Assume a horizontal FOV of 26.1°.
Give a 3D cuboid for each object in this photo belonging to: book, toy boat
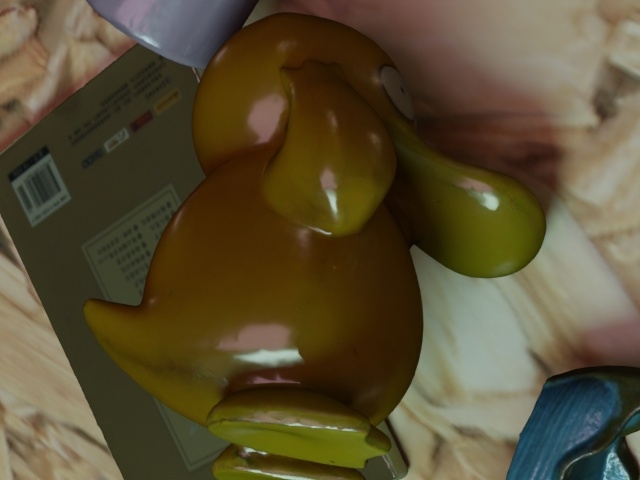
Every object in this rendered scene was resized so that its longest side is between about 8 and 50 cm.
[{"bbox_3d":[-0.092,0.044,0.886,0.217,0.021,0.310,-30,83,36],"label":"book"},{"bbox_3d":[0.137,0.147,0.710,0.077,0.075,0.185,22,109,33],"label":"toy boat"}]

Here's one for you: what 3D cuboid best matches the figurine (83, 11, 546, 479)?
[{"bbox_3d":[-0.008,0.005,0.704,0.215,0.228,0.215,30,158,14],"label":"figurine"}]

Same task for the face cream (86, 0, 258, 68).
[{"bbox_3d":[-0.026,-0.227,0.738,0.154,0.096,0.274,41,109,25],"label":"face cream"}]
